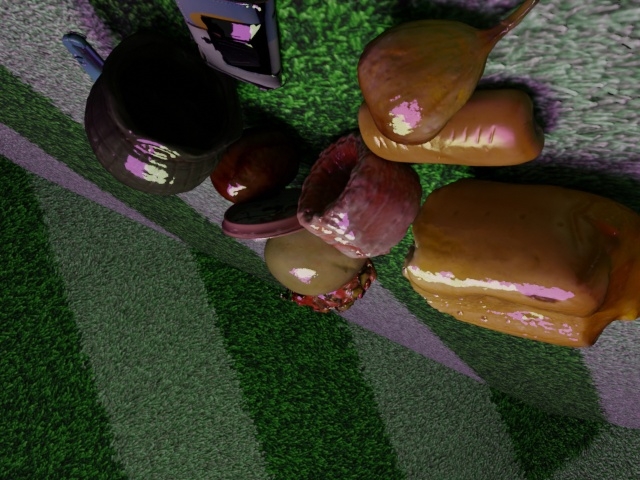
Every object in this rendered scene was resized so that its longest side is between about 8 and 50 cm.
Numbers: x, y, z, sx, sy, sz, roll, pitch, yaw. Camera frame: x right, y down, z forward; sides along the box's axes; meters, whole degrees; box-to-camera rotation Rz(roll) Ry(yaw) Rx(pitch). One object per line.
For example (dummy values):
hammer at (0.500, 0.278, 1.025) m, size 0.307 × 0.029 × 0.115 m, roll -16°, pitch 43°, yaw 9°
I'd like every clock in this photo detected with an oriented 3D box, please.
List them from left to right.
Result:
clock at (-0.103, -0.056, 1.213) m, size 0.244 × 0.244 × 0.056 m, roll 11°, pitch 122°, yaw 40°

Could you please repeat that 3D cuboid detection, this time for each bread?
bread at (0.200, -0.176, 0.871) m, size 0.305 × 0.091 × 0.142 m, roll 10°, pitch 153°, yaw 40°
bread at (0.396, 0.033, 0.993) m, size 0.394 × 0.250 × 0.361 m, roll 8°, pitch 160°, yaw 36°

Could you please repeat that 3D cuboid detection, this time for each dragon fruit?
dragon fruit at (0.035, 0.093, 1.702) m, size 0.291 × 0.250 × 0.269 m, roll -14°, pitch 149°, yaw 43°

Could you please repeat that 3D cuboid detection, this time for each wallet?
wallet at (-0.146, -0.336, 0.887) m, size 0.170 × 0.069 × 0.231 m, roll 18°, pitch 164°, yaw 7°

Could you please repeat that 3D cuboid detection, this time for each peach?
peach at (0.000, -0.001, 1.378) m, size 0.292 × 0.292 × 0.247 m, roll 16°, pitch 138°, yaw 28°

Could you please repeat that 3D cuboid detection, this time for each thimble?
thimble at (0.078, -0.088, 1.072) m, size 0.162 × 0.239 × 0.239 m, roll 32°, pitch 163°, yaw -28°

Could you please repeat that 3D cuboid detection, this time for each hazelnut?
hazelnut at (-0.153, -0.174, 1.202) m, size 0.178 × 0.204 × 0.178 m, roll 53°, pitch 173°, yaw 10°

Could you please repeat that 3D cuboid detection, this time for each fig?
fig at (0.163, -0.233, 0.690) m, size 0.159 × 0.159 × 0.257 m, roll 32°, pitch 143°, yaw -27°

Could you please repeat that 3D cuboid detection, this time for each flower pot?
flower pot at (-0.304, -0.249, 1.053) m, size 0.302 × 0.302 × 0.213 m, roll 31°, pitch 147°, yaw -22°

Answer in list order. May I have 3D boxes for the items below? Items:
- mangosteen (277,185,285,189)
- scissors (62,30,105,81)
mangosteen at (-0.151, -0.146, 1.377) m, size 0.137 × 0.137 × 0.151 m, roll 22°, pitch 141°, yaw 7°
scissors at (-0.451, -0.340, 1.178) m, size 0.180 × 0.032 × 0.393 m, roll 4°, pitch 170°, yaw 2°
